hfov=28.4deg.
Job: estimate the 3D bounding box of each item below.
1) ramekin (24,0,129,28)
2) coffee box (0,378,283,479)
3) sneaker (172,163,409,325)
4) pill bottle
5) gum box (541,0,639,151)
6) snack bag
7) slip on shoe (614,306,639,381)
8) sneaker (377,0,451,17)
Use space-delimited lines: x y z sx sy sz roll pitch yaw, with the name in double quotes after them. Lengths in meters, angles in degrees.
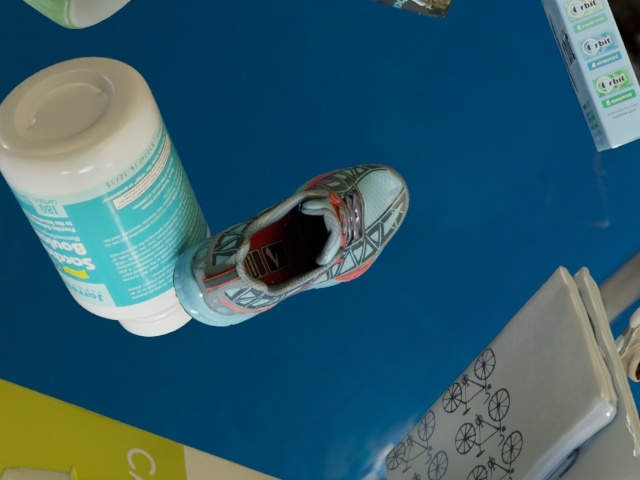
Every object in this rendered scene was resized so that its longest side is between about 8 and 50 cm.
-0.228 -0.363 1.300 0.148 0.303 0.303 40 -148 2 "ramekin"
-0.140 0.311 0.569 0.334 0.338 0.338 27 -146 -31 "coffee box"
0.000 0.000 1.144 0.262 0.125 0.104 -31 -86 -34 "sneaker"
-0.187 -0.027 1.157 0.264 0.146 0.146 71 -173 -46 "pill bottle"
0.224 -0.168 1.063 0.157 0.041 0.184 -16 -95 -81 "gum box"
0.172 0.238 1.142 0.037 0.323 0.343 22 -144 -24 "snack bag"
0.306 0.089 1.171 0.051 0.135 0.041 -21 -114 -26 "slip on shoe"
0.112 -0.331 1.434 0.106 0.101 0.267 25 -137 -5 "sneaker"
